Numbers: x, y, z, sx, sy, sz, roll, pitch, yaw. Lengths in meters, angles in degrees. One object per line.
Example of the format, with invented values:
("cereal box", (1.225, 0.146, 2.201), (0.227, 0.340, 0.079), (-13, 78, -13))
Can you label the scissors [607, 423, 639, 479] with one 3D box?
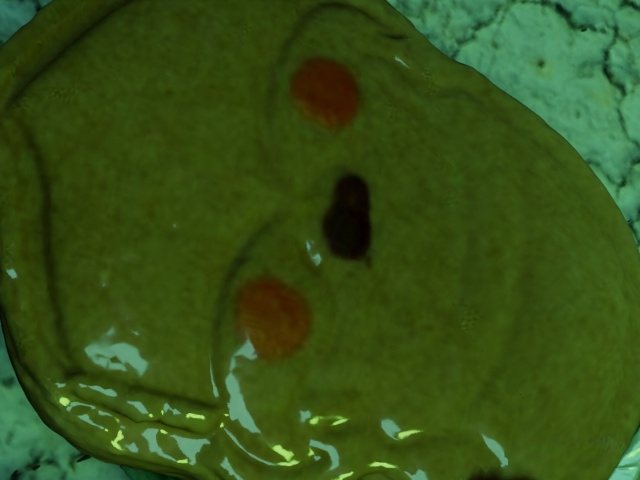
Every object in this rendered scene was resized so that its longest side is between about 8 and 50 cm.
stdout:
("scissors", (0.180, 0.184, 1.094), (0.110, 0.021, 0.212), (32, 79, -4))

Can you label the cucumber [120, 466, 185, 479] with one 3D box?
("cucumber", (-0.051, 0.129, 1.004), (0.244, 0.063, 0.115), (40, 42, -4))

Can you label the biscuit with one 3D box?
("biscuit", (0.000, 0.000, 1.006), (0.455, 0.078, 0.350), (23, 58, -13))
